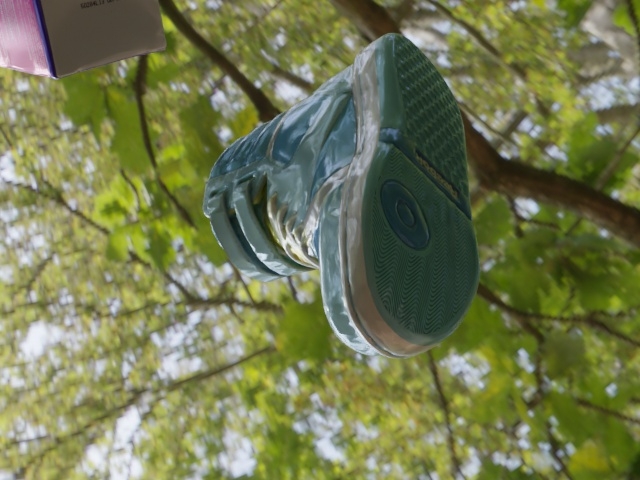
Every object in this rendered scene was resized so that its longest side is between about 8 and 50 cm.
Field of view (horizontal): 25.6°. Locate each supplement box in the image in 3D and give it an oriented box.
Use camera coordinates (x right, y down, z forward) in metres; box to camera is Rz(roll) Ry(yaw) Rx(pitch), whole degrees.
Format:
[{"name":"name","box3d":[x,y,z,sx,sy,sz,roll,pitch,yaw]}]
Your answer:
[{"name":"supplement box","box3d":[-0.245,-0.220,1.269,0.111,0.220,0.114,-21,-67,-29]}]

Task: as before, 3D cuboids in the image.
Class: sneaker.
[{"name":"sneaker","box3d":[0.000,0.000,1.021,0.208,0.319,0.127,-30,-63,26]}]
